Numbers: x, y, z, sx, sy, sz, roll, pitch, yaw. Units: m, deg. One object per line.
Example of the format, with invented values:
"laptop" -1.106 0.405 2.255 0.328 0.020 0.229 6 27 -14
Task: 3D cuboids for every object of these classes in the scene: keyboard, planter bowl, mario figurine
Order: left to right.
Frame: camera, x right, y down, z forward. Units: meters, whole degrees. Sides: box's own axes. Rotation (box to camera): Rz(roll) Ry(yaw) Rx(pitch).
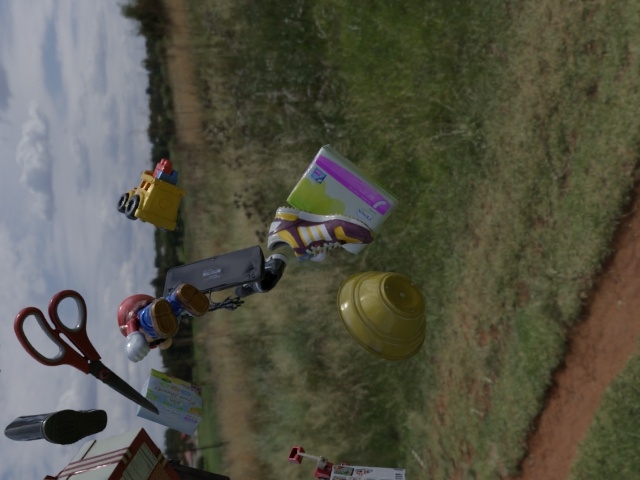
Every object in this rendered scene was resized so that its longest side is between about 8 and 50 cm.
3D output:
"mario figurine" -0.352 0.197 1.431 0.320 0.198 0.170 -23 64 57
"keyboard" -0.300 0.128 1.742 0.033 0.317 0.201 55 -153 -46
"planter bowl" 0.151 0.134 1.311 0.090 0.217 0.217 -54 39 43

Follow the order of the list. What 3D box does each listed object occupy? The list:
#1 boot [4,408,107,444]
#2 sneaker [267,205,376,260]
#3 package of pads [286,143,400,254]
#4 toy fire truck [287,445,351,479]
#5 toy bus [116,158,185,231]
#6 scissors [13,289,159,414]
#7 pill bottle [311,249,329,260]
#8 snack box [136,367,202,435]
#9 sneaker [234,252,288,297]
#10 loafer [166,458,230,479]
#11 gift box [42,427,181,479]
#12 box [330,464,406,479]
"boot" -0.592 0.396 1.340 0.189 0.208 0.076 35 -126 -65
"sneaker" 0.000 0.000 1.045 0.069 0.185 0.084 46 -123 -58
"package of pads" 0.067 -0.124 1.985 0.229 0.296 0.101 -54 -4 22
"toy fire truck" 0.007 0.713 1.987 0.135 0.192 0.047 59 -139 -35
"toy bus" -0.519 -0.153 1.961 0.220 0.149 0.211 22 91 54
"scissors" -0.360 0.205 0.980 0.021 0.109 0.297 6 130 42
"pill bottle" 0.004 -0.019 2.137 0.094 0.094 0.169 101 -167 -52
"snack box" -0.441 0.475 1.856 0.070 0.174 0.207 -63 15 7
"sneaker" -0.204 0.135 2.056 0.234 0.078 0.106 -34 26 26
"loafer" -0.409 0.690 1.836 0.109 0.302 0.095 119 175 -50
"gift box" -0.567 0.676 1.646 0.255 0.258 0.276 63 -156 -13
"box" 0.130 0.666 1.714 0.114 0.207 0.036 -60 -30 -73
